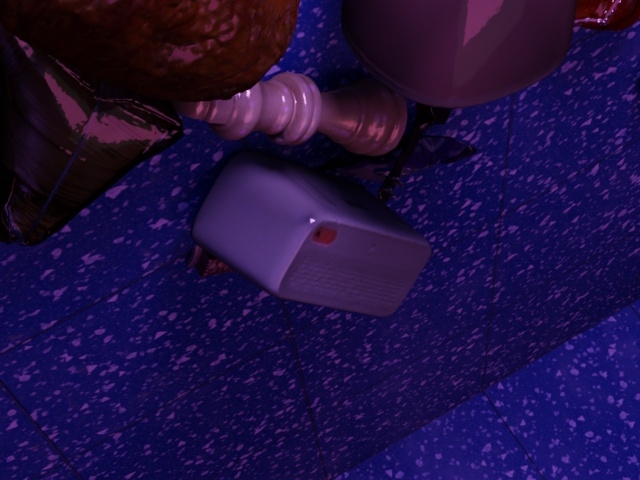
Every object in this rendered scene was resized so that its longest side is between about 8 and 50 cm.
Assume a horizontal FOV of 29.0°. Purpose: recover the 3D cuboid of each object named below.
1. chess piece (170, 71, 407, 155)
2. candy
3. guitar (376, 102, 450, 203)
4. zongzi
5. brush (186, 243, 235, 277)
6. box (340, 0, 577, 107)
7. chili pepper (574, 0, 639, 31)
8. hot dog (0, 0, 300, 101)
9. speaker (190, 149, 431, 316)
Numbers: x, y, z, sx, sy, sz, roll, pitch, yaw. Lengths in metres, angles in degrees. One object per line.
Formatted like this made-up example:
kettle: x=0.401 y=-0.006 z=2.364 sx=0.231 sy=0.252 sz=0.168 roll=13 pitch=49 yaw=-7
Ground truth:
chess piece: x=-0.048 y=-0.183 z=1.731 sx=0.397 sy=0.117 sz=0.117 roll=-1 pitch=139 yaw=-45
candy: x=0.128 y=-0.135 z=2.001 sx=0.145 sy=0.070 sz=0.275 roll=-8 pitch=-179 yaw=43
guitar: x=0.153 y=-0.172 z=1.882 sx=0.084 sy=0.038 sz=0.271 roll=46 pitch=63 yaw=-47
zongzi: x=-0.355 y=-0.140 z=1.452 sx=0.286 sy=0.138 sz=0.300 roll=-36 pitch=141 yaw=18
brush: x=-0.080 y=0.012 z=2.094 sx=0.321 sy=0.050 sz=0.060 roll=-11 pitch=142 yaw=-39
box: x=0.176 y=-0.340 z=1.545 sx=0.301 sy=0.301 sz=0.216 roll=-24 pitch=145 yaw=-19
chili pepper: x=0.474 y=-0.402 z=1.975 sx=0.253 sy=0.136 sz=0.144 roll=-5 pitch=99 yaw=-61
hot dog: x=-0.178 y=-0.282 z=1.291 sx=0.267 sy=0.174 sz=0.387 roll=-55 pitch=148 yaw=10
speaker: x=0.000 y=0.000 z=1.964 sx=0.406 sy=0.184 sz=0.183 roll=14 pitch=110 yaw=-57
